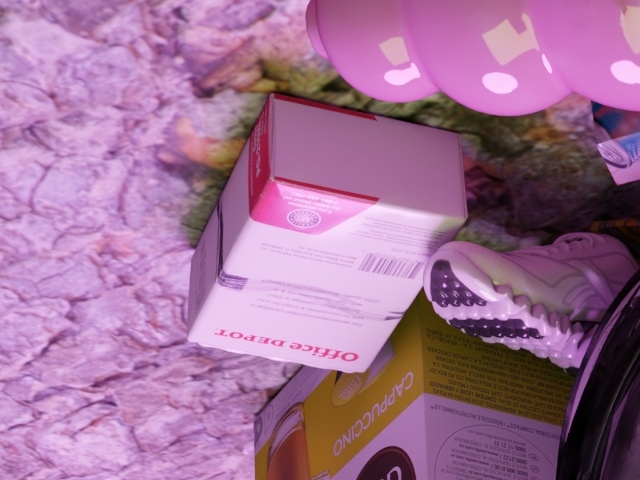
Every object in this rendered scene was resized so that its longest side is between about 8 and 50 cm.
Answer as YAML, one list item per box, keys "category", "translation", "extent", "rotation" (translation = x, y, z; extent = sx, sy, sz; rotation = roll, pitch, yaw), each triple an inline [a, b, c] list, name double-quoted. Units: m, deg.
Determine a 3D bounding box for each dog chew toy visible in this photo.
- category: "dog chew toy"
  translation: [0.147, -0.178, 1.349]
  extent: [0.331, 0.207, 0.206]
  rotation: [-9, 143, 24]

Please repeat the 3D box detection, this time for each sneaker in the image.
- category: "sneaker"
  translation: [0.199, 0.042, 1.648]
  extent: [0.292, 0.118, 0.110]
  rotation: [23, 167, -41]

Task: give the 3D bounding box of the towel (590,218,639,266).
- category: "towel"
  translation: [0.350, 0.004, 1.645]
  extent: [0.237, 0.021, 0.102]
  rotation: [-2, 159, 45]

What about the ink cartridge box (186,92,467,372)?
- category: "ink cartridge box"
  translation: [0.000, 0.000, 1.651]
  extent: [0.172, 0.100, 0.237]
  rotation: [11, 140, -16]

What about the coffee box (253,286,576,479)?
- category: "coffee box"
  translation: [0.158, 0.267, 1.816]
  extent: [0.338, 0.334, 0.337]
  rotation: [16, 140, -22]

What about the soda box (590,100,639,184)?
- category: "soda box"
  translation: [0.313, -0.105, 1.555]
  extent: [0.183, 0.058, 0.063]
  rotation: [-16, 141, 18]

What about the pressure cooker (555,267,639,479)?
- category: "pressure cooker"
  translation: [0.380, 0.174, 1.493]
  extent: [0.420, 0.370, 0.375]
  rotation: [15, 146, -23]
